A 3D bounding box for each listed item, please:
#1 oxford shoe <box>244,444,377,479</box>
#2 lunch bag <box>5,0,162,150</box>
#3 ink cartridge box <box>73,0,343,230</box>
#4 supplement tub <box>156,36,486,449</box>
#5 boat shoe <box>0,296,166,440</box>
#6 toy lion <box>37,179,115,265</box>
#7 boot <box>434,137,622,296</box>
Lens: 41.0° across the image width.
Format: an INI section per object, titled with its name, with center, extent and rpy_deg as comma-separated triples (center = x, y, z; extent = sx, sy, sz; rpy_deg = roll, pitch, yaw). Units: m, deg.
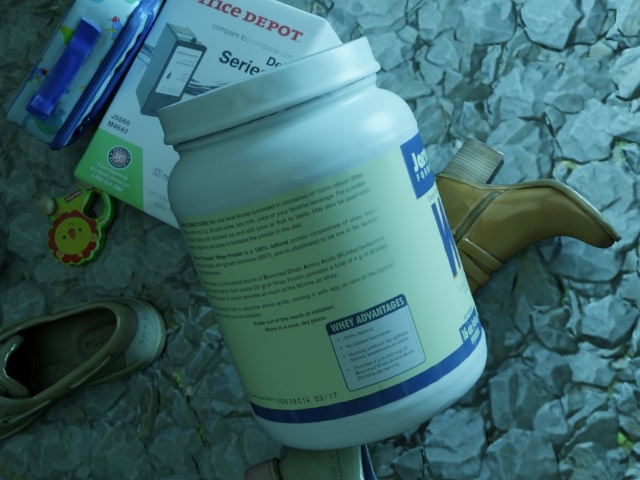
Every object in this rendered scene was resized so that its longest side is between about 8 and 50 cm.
[oxford shoe]
center = 0.078, 0.358, 0.808
extent = 0.147, 0.140, 0.397
rpy_deg = -33, 74, 0
[lunch bag]
center = -0.263, -0.216, 0.972
extent = 0.090, 0.176, 0.219
rpy_deg = 33, 115, -16
[ink cartridge box]
center = -0.118, -0.143, 0.972
extent = 0.198, 0.115, 0.272
rpy_deg = 25, 87, 19
[supplement tub]
center = 0.000, 0.000, 0.793
extent = 0.236, 0.235, 0.324
rpy_deg = -17, 103, 12
[boat shoe]
center = -0.351, 0.146, 0.982
extent = 0.341, 0.110, 0.121
rpy_deg = -26, 73, 9
[toy lion]
center = -0.292, -0.022, 1.044
extent = 0.100, 0.034, 0.096
rpy_deg = -31, 80, 7
[boot]
center = 0.191, 0.001, 0.885
extent = 0.197, 0.073, 0.152
rpy_deg = 32, 91, 25
